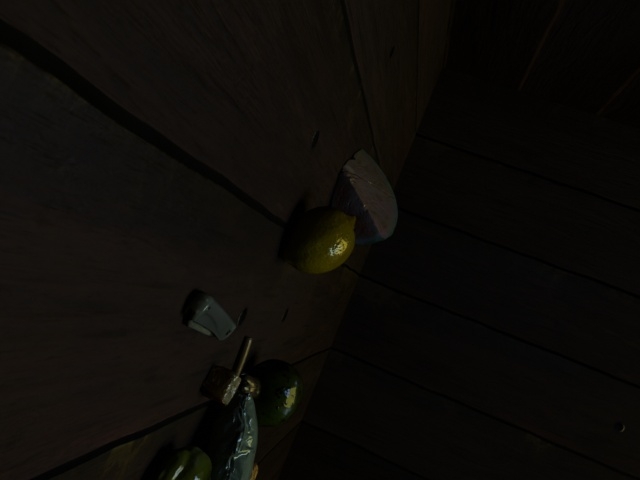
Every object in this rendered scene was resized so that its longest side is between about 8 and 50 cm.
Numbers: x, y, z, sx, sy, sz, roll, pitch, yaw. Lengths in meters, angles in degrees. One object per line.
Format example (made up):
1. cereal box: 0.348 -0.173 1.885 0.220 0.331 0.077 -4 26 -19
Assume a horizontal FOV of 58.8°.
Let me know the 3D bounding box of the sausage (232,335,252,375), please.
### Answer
1. sausage: -0.218 0.327 1.559 0.024 0.024 0.132 15 95 -79

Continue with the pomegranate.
1. pomegranate: -0.164 0.443 1.677 0.248 0.202 0.202 38 72 -49

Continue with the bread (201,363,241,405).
1. bread: -0.240 0.352 1.380 0.083 0.070 0.076 -61 166 -24

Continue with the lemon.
1. lemon: 0.000 0.000 1.591 0.244 0.187 0.187 -31 156 -16

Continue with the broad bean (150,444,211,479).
1. broad bean: -0.323 0.600 1.268 0.238 0.119 0.291 6 98 -75

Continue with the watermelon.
1. watermelon: 0.121 -0.126 2.047 0.222 0.319 0.292 -35 180 30

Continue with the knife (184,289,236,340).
1. knife: -0.227 0.165 1.179 0.073 0.041 0.265 -54 166 -13

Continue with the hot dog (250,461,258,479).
1. hot dog: -0.314 0.973 2.201 0.100 0.068 0.249 58 51 -64

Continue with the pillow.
1. pillow: -0.247 0.589 1.513 0.310 0.138 0.283 111 -11 -51
